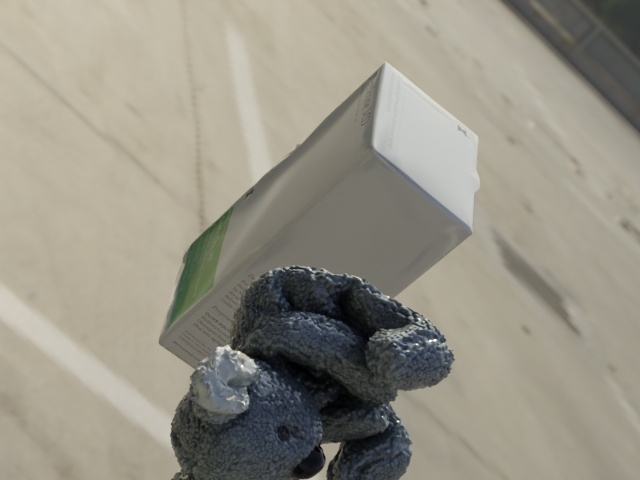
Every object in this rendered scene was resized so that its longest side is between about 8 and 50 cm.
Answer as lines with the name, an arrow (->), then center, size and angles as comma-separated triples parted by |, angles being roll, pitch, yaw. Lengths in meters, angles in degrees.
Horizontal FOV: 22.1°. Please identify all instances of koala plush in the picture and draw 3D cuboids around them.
koala plush -> -0.043, 0.138, 1.371 | 0.203, 0.196, 0.221 | 36, 45, 22

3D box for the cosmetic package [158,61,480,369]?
cosmetic package -> 0.000, 0.000, 1.835 | 0.155, 0.365, 0.197 | 37, 30, -18
